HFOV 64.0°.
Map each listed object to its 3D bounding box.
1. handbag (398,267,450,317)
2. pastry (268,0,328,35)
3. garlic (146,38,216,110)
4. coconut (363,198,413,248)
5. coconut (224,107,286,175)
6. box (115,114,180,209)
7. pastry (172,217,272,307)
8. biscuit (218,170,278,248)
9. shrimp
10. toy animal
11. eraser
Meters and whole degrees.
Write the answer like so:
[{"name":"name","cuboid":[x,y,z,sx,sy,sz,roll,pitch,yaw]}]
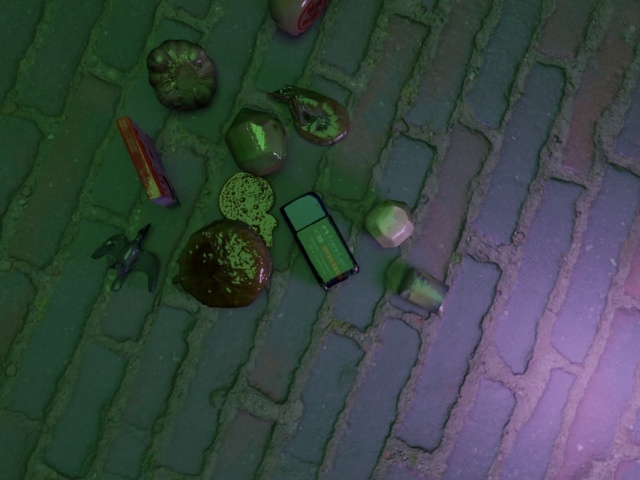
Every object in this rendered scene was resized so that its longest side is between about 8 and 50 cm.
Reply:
[{"name":"handbag","cuboid":[0.370,0.180,1.776,0.173,0.095,0.117,28,92,8]},{"name":"pastry","cuboid":[-0.063,-0.827,1.734,0.133,0.265,0.265,39,87,3]},{"name":"garlic","cuboid":[-0.478,-0.567,1.753,0.244,0.160,0.245,-11,116,-23]},{"name":"coconut","cuboid":[0.240,-0.063,1.748,0.162,0.161,0.161,-40,89,6]},{"name":"coconut","cuboid":[-0.213,-0.338,1.723,0.204,0.236,0.236,-21,88,32]},{"name":"box","cuboid":[-0.558,-0.243,1.679,0.048,0.265,0.273,-25,89,-4]},{"name":"pastry","cuboid":[-0.321,0.077,1.713,0.329,0.136,0.330,1,97,8]},{"name":"biscuit","cuboid":[-0.246,-0.100,1.791,0.202,0.044,0.289,-19,89,-1]},{"name":"shrimp","cuboid":[-0.050,-0.444,1.799,0.317,0.077,0.168,20,90,-3]},{"name":"toy animal","cuboid":[-0.651,0.064,1.758,0.239,0.176,0.255,35,121,3]},{"name":"eraser","cuboid":[0.000,0.000,1.763,0.155,0.101,0.332,-29,89,-3]}]
